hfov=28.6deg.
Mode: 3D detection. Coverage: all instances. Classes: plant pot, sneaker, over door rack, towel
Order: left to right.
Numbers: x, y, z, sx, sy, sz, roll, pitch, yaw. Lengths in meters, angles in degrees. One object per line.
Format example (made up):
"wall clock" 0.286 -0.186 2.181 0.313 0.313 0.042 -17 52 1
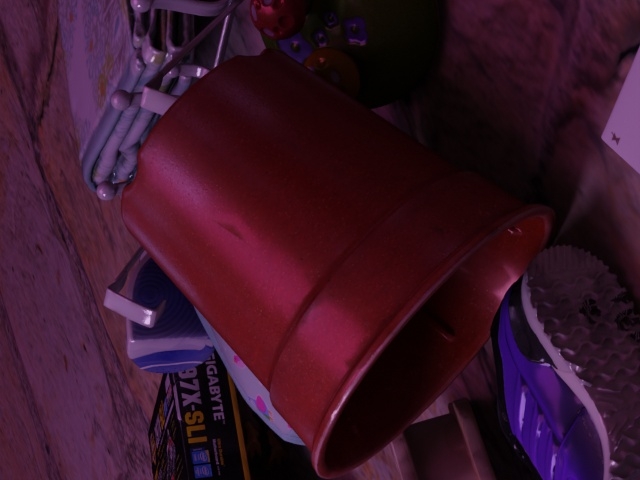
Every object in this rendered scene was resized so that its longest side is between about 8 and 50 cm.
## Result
"towel" -0.248 -0.271 1.572 0.374 0.090 0.320 136 129 -59
"over door rack" -0.162 -0.110 1.239 0.324 0.108 0.239 -84 9 -59
"sneaker" -0.159 0.044 1.497 0.182 0.127 0.315 96 174 -48
"plant pot" 0.000 0.000 1.011 0.265 0.272 0.272 42 137 20
"sneaker" 0.208 0.161 0.968 0.146 0.102 0.293 130 128 -59

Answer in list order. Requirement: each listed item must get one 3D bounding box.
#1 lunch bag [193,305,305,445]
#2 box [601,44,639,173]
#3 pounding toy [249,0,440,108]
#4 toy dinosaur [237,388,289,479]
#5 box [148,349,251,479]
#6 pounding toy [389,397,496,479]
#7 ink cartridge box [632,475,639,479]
"lunch bag" -0.025 0.046 1.260 0.262 0.160 0.223 66 148 33
"box" 0.255 -0.083 0.801 0.102 0.087 0.101 53 142 38
"pounding toy" -0.006 -0.164 1.124 0.183 0.110 0.237 31 131 13
"toy dinosaur" -0.092 0.224 1.530 0.112 0.064 0.211 31 125 54
"box" -0.149 0.304 1.542 0.322 0.079 0.257 113 150 -60
"pounding toy" 0.161 0.259 1.100 0.154 0.155 0.269 74 179 -61
"ink cartridge box" 0.282 0.194 0.649 0.395 0.285 0.166 -31 73 59
